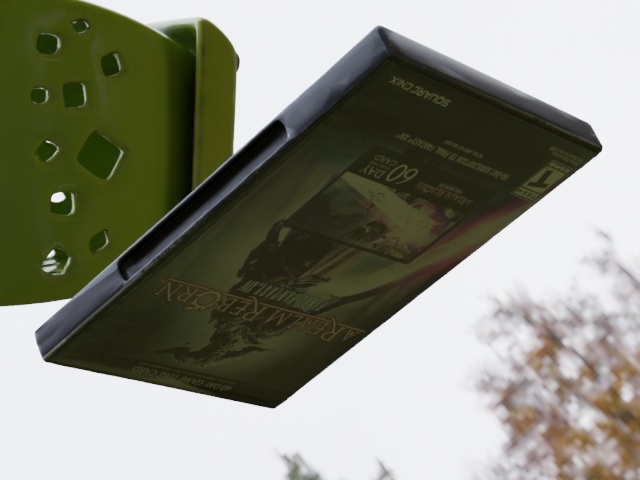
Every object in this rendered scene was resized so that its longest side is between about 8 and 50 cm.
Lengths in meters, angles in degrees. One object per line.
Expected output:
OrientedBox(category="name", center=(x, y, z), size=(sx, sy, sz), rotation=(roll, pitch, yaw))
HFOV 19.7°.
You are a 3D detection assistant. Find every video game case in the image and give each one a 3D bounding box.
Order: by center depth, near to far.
OrientedBox(category="video game case", center=(0.000, 0.000, 1.028), size=(0.274, 0.026, 0.196), rotation=(-41, -35, 26))

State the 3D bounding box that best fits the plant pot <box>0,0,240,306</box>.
OrientedBox(category="plant pot", center=(-0.184, -0.069, 1.367), size=(0.207, 0.227, 0.228), rotation=(0, -87, -21))
